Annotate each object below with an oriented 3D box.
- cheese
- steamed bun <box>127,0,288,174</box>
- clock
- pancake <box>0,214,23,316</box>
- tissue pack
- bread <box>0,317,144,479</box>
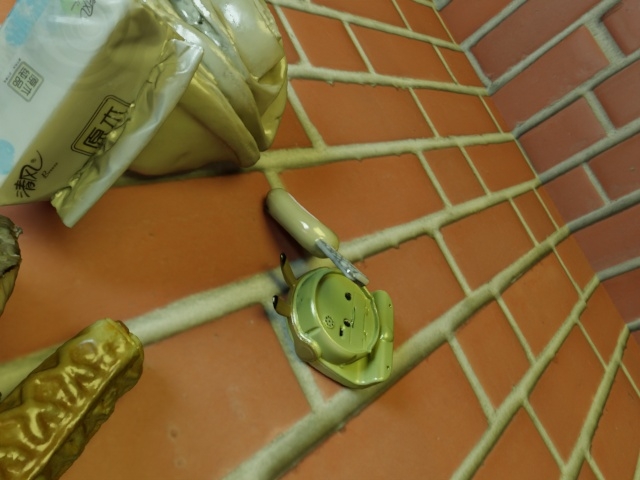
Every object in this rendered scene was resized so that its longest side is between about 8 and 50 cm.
[{"bbox_3d":[-0.001,0.001,0.741,0.127,0.050,0.235,40,2,-38],"label":"cheese"},{"bbox_3d":[-0.183,-0.271,0.679,0.324,0.219,0.310,-9,70,-48],"label":"steamed bun"},{"bbox_3d":[0.015,0.115,0.735,0.231,0.069,0.170,32,45,-26],"label":"clock"},{"bbox_3d":[-0.383,-0.006,0.261,0.386,0.082,0.387,22,7,-3],"label":"pancake"},{"bbox_3d":[-0.230,-0.137,0.483,0.145,0.229,0.159,40,7,-1],"label":"tissue pack"},{"bbox_3d":[-0.271,0.208,0.381,0.077,0.084,0.368,16,42,14],"label":"bread"}]
